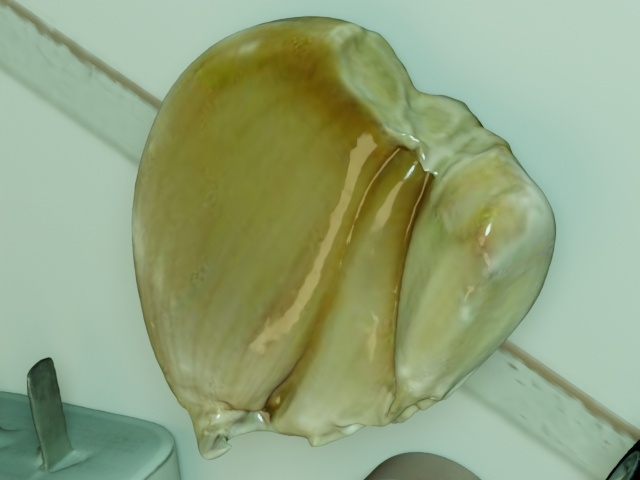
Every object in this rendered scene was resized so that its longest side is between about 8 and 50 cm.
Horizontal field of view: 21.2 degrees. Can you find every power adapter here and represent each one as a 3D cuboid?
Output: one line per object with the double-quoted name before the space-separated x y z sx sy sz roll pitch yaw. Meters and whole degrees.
"power adapter" -0.177 0.183 1.070 0.187 0.124 0.255 7 116 28

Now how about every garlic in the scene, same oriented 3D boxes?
"garlic" 0.000 0.000 0.875 0.217 0.110 0.228 47 120 18

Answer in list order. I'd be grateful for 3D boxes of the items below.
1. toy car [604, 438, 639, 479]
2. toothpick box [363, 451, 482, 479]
"toy car" 0.255 0.107 0.755 0.193 0.118 0.301 34 127 3
"toothpick box" 0.030 0.192 0.921 0.098 0.149 0.098 15 121 26
